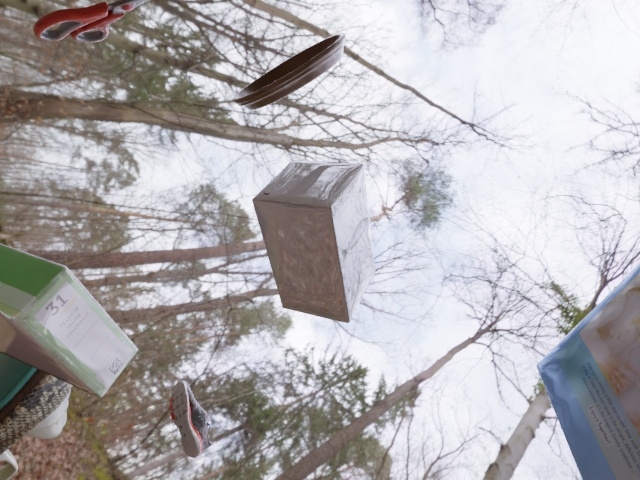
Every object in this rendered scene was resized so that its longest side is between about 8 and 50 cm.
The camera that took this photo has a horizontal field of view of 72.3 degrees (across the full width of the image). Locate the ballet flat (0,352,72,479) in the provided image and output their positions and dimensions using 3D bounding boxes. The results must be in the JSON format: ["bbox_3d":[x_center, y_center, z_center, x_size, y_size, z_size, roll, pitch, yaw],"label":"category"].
[{"bbox_3d":[-0.545,0.318,0.703,0.483,0.182,0.164,-45,-138,-17],"label":"ballet flat"}]

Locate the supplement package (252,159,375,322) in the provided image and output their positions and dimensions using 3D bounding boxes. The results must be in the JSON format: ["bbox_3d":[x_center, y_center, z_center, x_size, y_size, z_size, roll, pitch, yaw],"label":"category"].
[{"bbox_3d":[0.000,0.000,0.566,0.105,0.105,0.179,9,-50,26],"label":"supplement package"}]

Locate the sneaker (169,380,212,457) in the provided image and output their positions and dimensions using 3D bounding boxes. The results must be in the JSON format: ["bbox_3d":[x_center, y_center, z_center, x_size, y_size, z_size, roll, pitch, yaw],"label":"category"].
[{"bbox_3d":[-0.276,0.380,0.945,0.061,0.065,0.158,-27,-108,29],"label":"sneaker"}]

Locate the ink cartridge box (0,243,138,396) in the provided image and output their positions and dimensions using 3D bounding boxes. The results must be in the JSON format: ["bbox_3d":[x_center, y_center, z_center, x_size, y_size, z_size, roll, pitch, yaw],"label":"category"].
[{"bbox_3d":[-0.258,0.018,0.314,0.171,0.056,0.235,14,-40,21],"label":"ink cartridge box"}]

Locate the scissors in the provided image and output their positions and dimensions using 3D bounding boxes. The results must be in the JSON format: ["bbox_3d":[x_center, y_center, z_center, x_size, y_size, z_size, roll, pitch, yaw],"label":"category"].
[{"bbox_3d":[-0.302,-0.337,0.635,0.297,0.109,0.021,-3,-79,33],"label":"scissors"}]

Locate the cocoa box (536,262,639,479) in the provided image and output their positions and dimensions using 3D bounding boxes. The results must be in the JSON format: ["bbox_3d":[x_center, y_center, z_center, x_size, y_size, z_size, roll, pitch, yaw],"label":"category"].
[{"bbox_3d":[0.371,0.183,0.331,0.228,0.347,0.231,28,-64,-3],"label":"cocoa box"}]

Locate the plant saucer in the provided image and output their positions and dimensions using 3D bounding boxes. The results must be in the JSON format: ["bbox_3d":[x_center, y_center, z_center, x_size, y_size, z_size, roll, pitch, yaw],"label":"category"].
[{"bbox_3d":[-0.064,-0.360,0.947,0.278,0.278,0.041,-7,-54,39],"label":"plant saucer"}]
